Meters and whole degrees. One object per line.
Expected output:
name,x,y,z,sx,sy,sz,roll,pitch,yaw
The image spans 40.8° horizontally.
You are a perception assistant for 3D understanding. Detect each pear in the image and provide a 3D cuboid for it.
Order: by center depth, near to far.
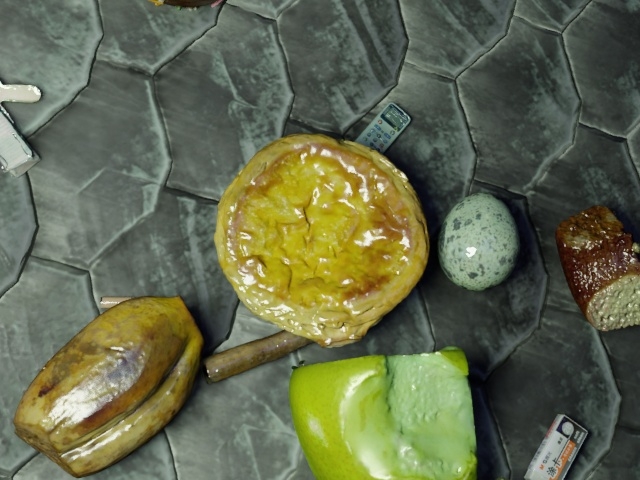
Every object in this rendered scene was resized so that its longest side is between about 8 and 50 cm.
pear,0.107,0.305,1.270,0.287,0.176,0.281,-2,78,-11

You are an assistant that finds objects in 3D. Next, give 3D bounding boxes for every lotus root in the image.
lotus root,-0.281,0.202,1.214,0.193,0.193,0.291,45,69,1

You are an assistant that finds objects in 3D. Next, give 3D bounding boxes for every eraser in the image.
eraser,0.381,0.345,1.391,0.052,0.029,0.122,35,73,-2

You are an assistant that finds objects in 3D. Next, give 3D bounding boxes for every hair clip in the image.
hair clip,-0.508,-0.203,1.313,0.159,0.071,0.218,-38,93,-20

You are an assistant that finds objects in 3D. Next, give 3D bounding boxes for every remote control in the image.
remote control,0.100,-0.179,1.459,0.053,0.018,0.124,42,73,-1

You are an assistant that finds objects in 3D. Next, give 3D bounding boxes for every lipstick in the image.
lipstick,-0.288,0.095,1.316,0.094,0.019,0.018,2,77,-11

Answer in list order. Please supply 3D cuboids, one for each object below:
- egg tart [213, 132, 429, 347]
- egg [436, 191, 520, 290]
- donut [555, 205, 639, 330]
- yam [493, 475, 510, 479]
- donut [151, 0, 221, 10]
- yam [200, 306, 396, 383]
egg tart,-0.003,-0.003,1.335,0.342,0.129,0.340,2,73,-7
egg,0.257,-0.001,1.393,0.132,0.132,0.172,19,62,-7
donut,0.474,0.055,1.440,0.126,0.144,0.186,-19,112,-9
yam,0.304,0.509,1.258,0.300,0.195,0.195,45,73,2
donut,-0.227,-0.503,1.424,0.270,0.103,0.269,2,75,-9
yam,-0.029,0.148,1.345,0.327,0.045,0.045,-20,41,-17
